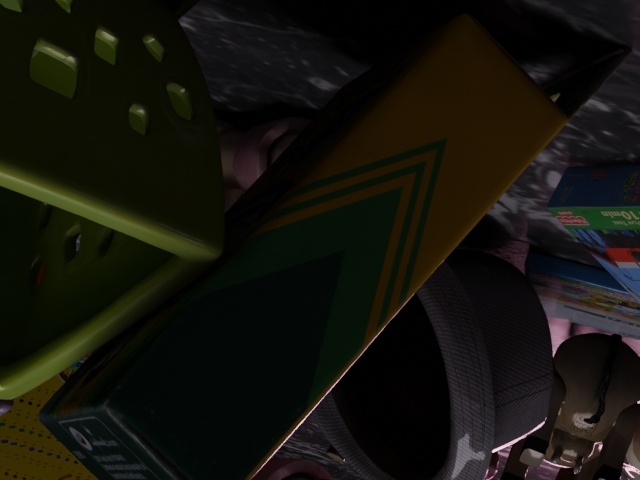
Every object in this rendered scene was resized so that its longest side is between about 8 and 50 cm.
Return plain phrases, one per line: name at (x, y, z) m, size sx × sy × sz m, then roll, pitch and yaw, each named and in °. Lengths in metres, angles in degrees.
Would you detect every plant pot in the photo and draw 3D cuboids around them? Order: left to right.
plant pot at (-0.190, -0.072, 0.989) m, size 0.227 × 0.207 × 0.228 m, roll 22°, pitch 146°, yaw -30°

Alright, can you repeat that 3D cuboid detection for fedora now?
fedora at (0.091, 0.083, 1.534) m, size 0.124 × 0.244 × 0.275 m, roll -13°, pitch -165°, yaw -27°

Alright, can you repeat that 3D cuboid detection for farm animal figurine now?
farm animal figurine at (0.201, 0.160, 1.796) m, size 0.330 × 0.172 × 0.327 m, roll 28°, pitch 154°, yaw -14°

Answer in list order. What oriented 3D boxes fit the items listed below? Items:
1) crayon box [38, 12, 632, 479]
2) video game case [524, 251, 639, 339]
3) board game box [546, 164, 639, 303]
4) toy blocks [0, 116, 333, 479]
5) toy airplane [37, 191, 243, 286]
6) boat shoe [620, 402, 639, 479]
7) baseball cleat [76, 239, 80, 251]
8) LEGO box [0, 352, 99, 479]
crayon box at (0.000, 0.000, 1.035) m, size 0.083 × 0.323 × 0.203 m, roll 45°, pitch 163°, yaw -7°
video game case at (0.224, 0.048, 1.560) m, size 0.119 × 0.015 × 0.166 m, roll 15°, pitch 169°, yaw 11°
board game box at (0.264, 0.029, 1.218) m, size 0.211 × 0.039 × 0.160 m, roll 42°, pitch 157°, yaw -28°
toy blocks at (-0.060, 0.042, 1.261) m, size 0.309 × 0.289 × 0.260 m, roll 27°, pitch 171°, yaw -33°
toy airplane at (-0.294, -0.015, 1.515) m, size 0.386 × 0.272 × 0.384 m, roll -18°, pitch -166°, yaw -22°
boat shoe at (0.359, 0.234, 2.051) m, size 0.092 × 0.103 × 0.285 m, roll 15°, pitch 166°, yaw 34°
baseball cleat at (-0.177, -0.009, 1.722) m, size 0.206 × 0.072 × 0.109 m, roll 8°, pitch 160°, yaw 22°
LEGO box at (-0.332, 0.143, 2.138) m, size 0.500 × 0.193 × 0.372 m, roll 17°, pitch -176°, yaw -1°
